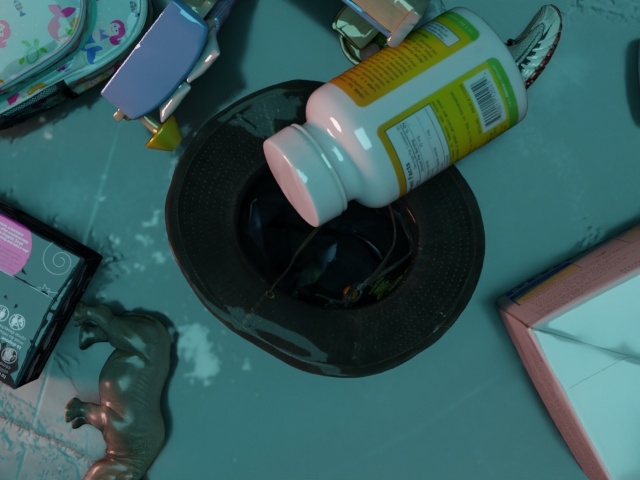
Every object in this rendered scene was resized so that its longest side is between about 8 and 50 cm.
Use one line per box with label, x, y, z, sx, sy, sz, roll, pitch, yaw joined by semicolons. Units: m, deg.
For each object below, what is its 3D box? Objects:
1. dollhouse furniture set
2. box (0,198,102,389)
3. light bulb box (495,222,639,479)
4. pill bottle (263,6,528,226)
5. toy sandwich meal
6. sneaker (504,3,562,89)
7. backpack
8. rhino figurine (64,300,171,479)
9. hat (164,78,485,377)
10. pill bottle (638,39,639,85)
dollhouse furniture set;-0.043;-0.228;1.903;0.198;0.286;0.303;39;119;-7
box;-0.381;0.029;1.931;0.247;0.142;0.163;28;92;2
light bulb box;0.389;0.086;1.802;0.358;0.361;0.225;-27;91;1
pill bottle;0.072;-0.118;1.819;0.246;0.136;0.136;-32;89;-12
toy sandwich meal;0.056;-0.226;1.974;0.086;0.029;0.085;0;90;1
sneaker;0.167;-0.174;1.943;0.225;0.088;0.092;-42;88;1
backpack;-0.308;-0.253;1.913;0.254;0.191;0.225;-24;89;-4
rhino figurine;-0.218;0.189;1.962;0.106;0.073;0.243;5;92;4
hat;0.000;0.000;1.915;0.331;0.134;0.331;2;72;-6
pill bottle;0.435;-0.183;1.928;0.184;0.103;0.103;-6;90;2
